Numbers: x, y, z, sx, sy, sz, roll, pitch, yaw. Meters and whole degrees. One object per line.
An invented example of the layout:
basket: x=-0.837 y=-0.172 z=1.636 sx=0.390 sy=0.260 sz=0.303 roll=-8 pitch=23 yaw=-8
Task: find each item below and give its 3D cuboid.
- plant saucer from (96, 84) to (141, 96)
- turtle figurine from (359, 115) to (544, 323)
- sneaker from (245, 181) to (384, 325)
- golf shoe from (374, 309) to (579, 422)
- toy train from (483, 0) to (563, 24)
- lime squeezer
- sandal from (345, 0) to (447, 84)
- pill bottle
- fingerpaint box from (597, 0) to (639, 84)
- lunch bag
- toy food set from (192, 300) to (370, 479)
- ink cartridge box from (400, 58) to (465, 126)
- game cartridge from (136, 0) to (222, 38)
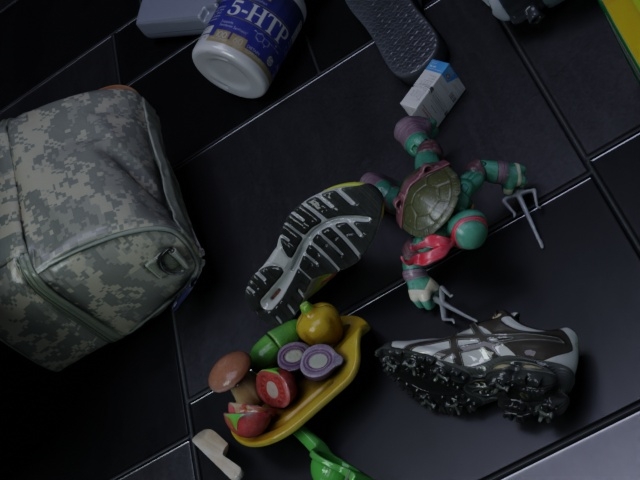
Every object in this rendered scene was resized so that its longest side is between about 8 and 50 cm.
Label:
plant saucer: x=-0.328 y=-0.137 z=1.482 sx=0.200 sy=0.037 sz=0.200 roll=-19 pitch=51 yaw=25
turtle figurine: x=0.126 y=-0.033 z=1.024 sx=0.175 sy=0.118 sz=0.234 roll=-41 pitch=38 yaw=4
sneaker: x=0.000 y=0.000 z=1.070 sx=0.208 sy=0.081 sz=0.094 roll=-43 pitch=0 yaw=38
golf shoe: x=0.147 y=0.110 z=0.939 sx=0.198 sy=0.077 sz=0.094 roll=6 pitch=46 yaw=36
toy train: x=0.300 y=-0.377 z=1.110 sx=0.334 sy=0.142 sz=0.190 roll=-27 pitch=75 yaw=21
lime squeezer: x=0.011 y=0.250 z=0.952 sx=0.110 sy=0.058 sz=0.310 roll=-59 pitch=35 yaw=35
sandal: x=0.092 y=-0.290 z=1.283 sx=0.097 sy=0.054 sz=0.255 roll=-31 pitch=55 yaw=24
pill bottle: x=-0.083 y=-0.296 z=1.364 sx=0.112 sy=0.112 sz=0.187 roll=10 pitch=66 yaw=40
fingerpaint box: x=0.473 y=-0.123 z=0.793 sx=0.371 sy=0.163 sz=0.445 roll=-29 pitch=47 yaw=17
lunch bag: x=-0.289 y=-0.026 z=1.245 sx=0.256 sy=0.212 sz=0.305 roll=-31 pitch=49 yaw=10
toy food set: x=-0.051 y=0.134 z=1.024 sx=0.218 sy=0.071 sz=0.128 roll=-41 pitch=26 yaw=-7
ink cartridge box: x=0.123 y=-0.158 z=1.157 sx=0.028 sy=0.048 sz=0.083 roll=27 pitch=77 yaw=45
game cartridge: x=-0.166 y=-0.438 z=1.573 sx=0.196 sy=0.060 sz=0.294 roll=8 pitch=64 yaw=36
